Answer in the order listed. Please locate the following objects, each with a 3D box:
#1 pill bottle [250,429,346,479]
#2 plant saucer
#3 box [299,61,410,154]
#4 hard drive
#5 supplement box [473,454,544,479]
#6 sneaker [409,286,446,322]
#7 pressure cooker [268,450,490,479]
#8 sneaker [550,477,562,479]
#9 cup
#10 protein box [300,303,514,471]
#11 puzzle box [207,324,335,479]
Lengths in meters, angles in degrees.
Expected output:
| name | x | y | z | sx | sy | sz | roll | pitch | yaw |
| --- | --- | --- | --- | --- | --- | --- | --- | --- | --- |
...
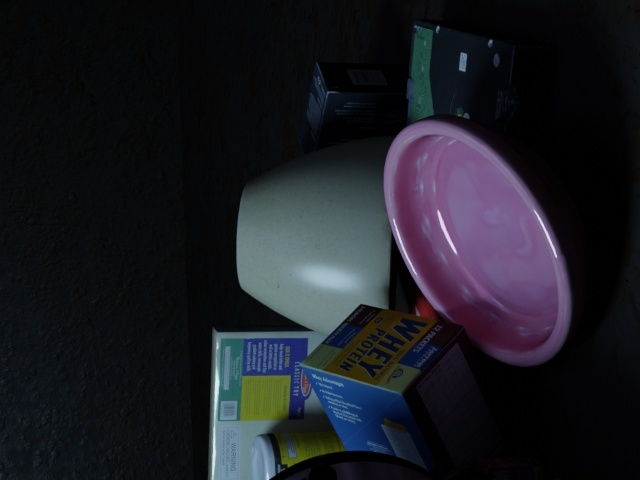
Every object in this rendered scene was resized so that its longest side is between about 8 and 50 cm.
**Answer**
| name | x | y | z | sx | sy | sz | roll | pitch | yaw |
| --- | --- | --- | --- | --- | --- | --- | --- | --- | --- |
| pill bottle | -0.010 | 0.393 | 2.156 | 0.119 | 0.208 | 0.119 | 179 | 90 | -72 |
| plant saucer | 0.211 | -0.008 | 1.512 | 0.332 | 0.084 | 0.332 | 42 | 147 | 35 |
| box | 0.060 | -0.201 | 2.007 | 0.093 | 0.156 | 0.158 | -110 | 26 | -47 |
| hard drive | 0.207 | -0.174 | 1.708 | 0.339 | 0.064 | 0.237 | -142 | 54 | -66 |
| supplement box | 0.241 | 0.311 | 1.587 | 0.043 | 0.083 | 0.055 | -153 | 65 | -69 |
| sneaker | 0.141 | 0.206 | 1.833 | 0.107 | 0.118 | 0.279 | -169 | 79 | -71 |
| pressure cooker | 0.046 | 0.456 | 1.441 | 0.420 | 0.370 | 0.375 | -107 | 19 | -76 |
| sneaker | 0.273 | 0.396 | 1.537 | 0.118 | 0.083 | 0.222 | 57 | 143 | 33 |
| cup | 0.000 | 0.000 | 1.894 | 0.331 | 0.237 | 0.331 | 2 | -90 | -84 |
| protein box | 0.116 | 0.216 | 1.654 | 0.200 | 0.136 | 0.201 | 9 | 134 | 48 |
| puzzle box | -0.066 | 0.353 | 2.231 | 0.052 | 0.272 | 0.409 | -145 | 57 | -73 |
